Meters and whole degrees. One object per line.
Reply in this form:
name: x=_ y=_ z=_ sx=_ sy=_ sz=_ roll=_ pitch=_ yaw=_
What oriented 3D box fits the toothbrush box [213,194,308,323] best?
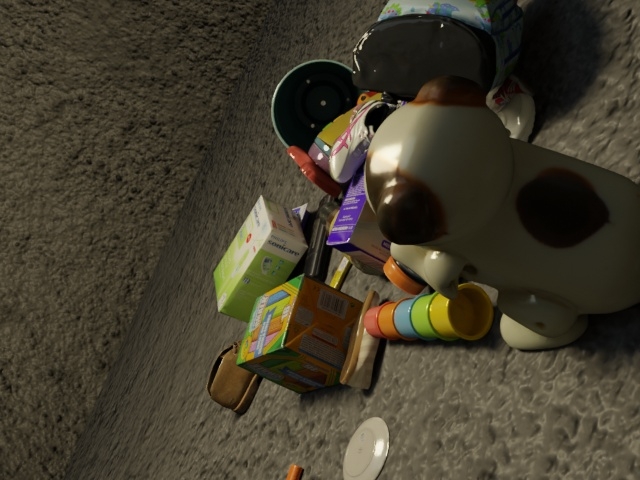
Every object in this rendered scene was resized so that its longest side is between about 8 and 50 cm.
toothbrush box: x=-0.169 y=0.054 z=2.131 sx=0.283 sy=0.122 sz=0.206 roll=-55 pitch=26 yaw=20

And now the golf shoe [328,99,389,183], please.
golf shoe: x=0.076 y=-0.201 z=1.565 sx=0.086 sy=0.068 sz=0.186 roll=6 pitch=70 yaw=65

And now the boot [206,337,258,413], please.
boot: x=-0.191 y=0.288 z=2.029 sx=0.305 sy=0.115 sz=0.112 roll=-65 pitch=19 yaw=-12

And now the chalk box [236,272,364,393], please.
chalk box: x=-0.057 y=0.218 z=1.726 sx=0.289 sy=0.180 sz=0.179 roll=-31 pitch=37 yaw=54

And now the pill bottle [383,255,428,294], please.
pill bottle: x=0.220 y=-0.014 z=1.442 sx=0.245 sy=0.130 sz=0.130 roll=-53 pitch=24 yaw=22

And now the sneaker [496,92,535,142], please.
sneaker: x=0.306 y=-0.187 z=1.473 sx=0.232 sy=0.115 sz=0.090 roll=-55 pitch=23 yaw=18

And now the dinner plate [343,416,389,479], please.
dinner plate: x=0.078 y=0.391 z=1.441 sx=0.141 sy=0.017 sz=0.141 roll=-47 pitch=25 yaw=30

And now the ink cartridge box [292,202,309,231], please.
ink cartridge box: x=-0.099 y=0.008 z=2.237 sx=0.208 sy=0.045 sz=0.206 roll=-17 pitch=51 yaw=61

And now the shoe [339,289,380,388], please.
shoe: x=0.093 y=0.201 z=1.587 sx=0.076 sy=0.058 sz=0.219 roll=114 pitch=175 yaw=-58

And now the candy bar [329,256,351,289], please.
candy bar: x=0.044 y=0.091 z=1.862 sx=0.161 sy=0.018 sz=0.040 roll=-63 pitch=25 yaw=-4

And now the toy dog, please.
toy dog: x=0.235 y=-0.032 z=1.055 sx=0.284 sy=0.408 sz=0.395 roll=-64 pitch=21 yaw=-3

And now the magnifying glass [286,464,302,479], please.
magnifying glass: x=-0.084 y=0.571 z=1.586 sx=0.092 sy=0.026 sz=0.230 roll=-18 pitch=50 yaw=61

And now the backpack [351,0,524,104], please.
backpack: x=0.267 y=-0.403 z=1.540 sx=0.290 sy=0.356 sz=0.273 roll=13 pitch=108 yaw=32

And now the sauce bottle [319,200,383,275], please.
sauce bottle: x=0.074 y=-0.020 z=1.799 sx=0.111 sy=0.111 sz=0.344 roll=-60 pitch=23 yaw=6

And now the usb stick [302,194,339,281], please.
usb stick: x=0.000 y=0.000 z=2.032 sx=0.077 sy=0.045 sz=0.278 roll=-45 pitch=27 yaw=52

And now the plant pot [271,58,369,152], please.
plant pot: x=0.005 y=-0.373 z=2.194 sx=0.271 sy=0.272 sz=0.255 roll=-57 pitch=8 yaw=13

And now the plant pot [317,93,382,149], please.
plant pot: x=0.152 y=-0.216 z=1.758 sx=0.187 sy=0.212 sz=0.212 roll=-47 pitch=23 yaw=2

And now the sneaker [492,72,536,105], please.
sneaker: x=0.376 y=-0.283 z=1.527 sx=0.067 sy=0.042 sz=0.118 roll=-51 pitch=17 yaw=17

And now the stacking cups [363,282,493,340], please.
stacking cups: x=0.175 y=0.145 z=1.414 sx=0.316 sy=0.096 sz=0.096 roll=-22 pitch=45 yaw=60

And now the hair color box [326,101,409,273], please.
hair color box: x=0.168 y=-0.107 z=1.594 sx=0.110 sy=0.185 sz=0.338 roll=-7 pitch=59 yaw=64

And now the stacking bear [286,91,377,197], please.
stacking bear: x=0.083 y=-0.264 z=2.010 sx=0.289 sy=0.164 sz=0.175 roll=-46 pitch=38 yaw=9
